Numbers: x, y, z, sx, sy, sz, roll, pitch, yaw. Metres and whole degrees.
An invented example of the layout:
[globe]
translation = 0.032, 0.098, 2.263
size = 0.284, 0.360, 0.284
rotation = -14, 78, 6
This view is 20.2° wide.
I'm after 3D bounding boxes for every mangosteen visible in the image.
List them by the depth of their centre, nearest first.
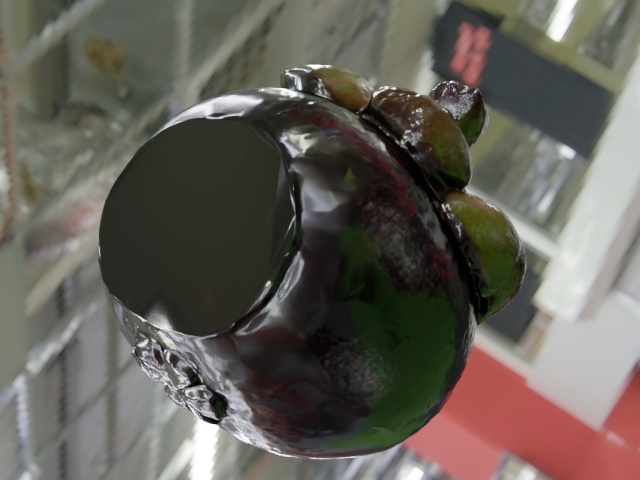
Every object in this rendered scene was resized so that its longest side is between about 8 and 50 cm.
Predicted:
[mangosteen]
translation = -0.004, 0.001, 1.201
size = 0.233, 0.287, 0.287
rotation = 25, -81, -42
